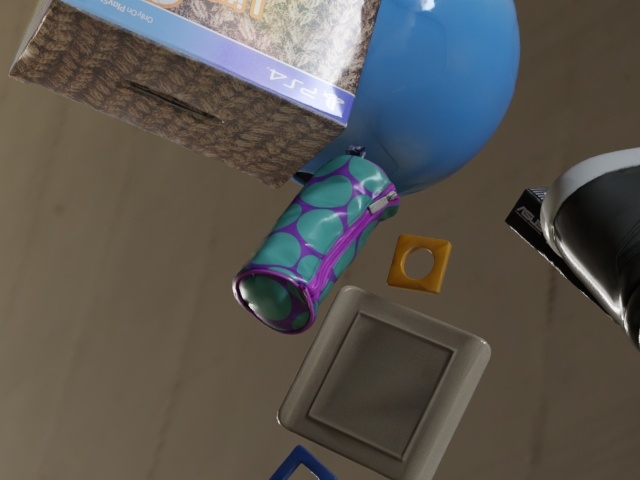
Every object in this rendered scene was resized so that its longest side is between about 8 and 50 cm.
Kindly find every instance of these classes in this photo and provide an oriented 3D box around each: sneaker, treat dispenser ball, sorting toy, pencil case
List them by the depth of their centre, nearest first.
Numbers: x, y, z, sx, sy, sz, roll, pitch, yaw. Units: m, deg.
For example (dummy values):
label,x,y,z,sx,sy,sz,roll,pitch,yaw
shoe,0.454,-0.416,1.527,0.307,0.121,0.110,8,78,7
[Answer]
label,x,y,z,sx,sy,sz,roll,pitch,yaw
sneaker,0.281,0.004,0.890,0.296,0.104,0.147,-12,-137,-4
pencil case,0.000,0.000,1.183,0.070,0.064,0.151,-4,-145,37
treat dispenser ball,0.045,-0.181,1.564,0.288,0.288,0.288,-43,-153,29
sorting toy,0.074,0.162,1.828,0.196,0.047,0.347,22,-99,29

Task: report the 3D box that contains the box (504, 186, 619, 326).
label,x,y,z,sx,sy,sz,roll,pitch,yaw
box,0.283,0.020,1.459,0.184,0.191,0.045,48,-60,28

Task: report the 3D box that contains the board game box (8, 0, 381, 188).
label,x,y,z,sx,sy,sz,roll,pitch,yaw
board game box,-0.074,-0.228,1.276,0.141,0.232,0.291,-38,-146,60
